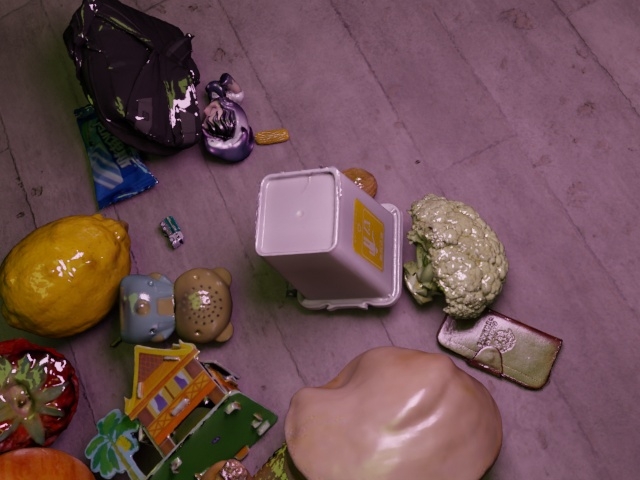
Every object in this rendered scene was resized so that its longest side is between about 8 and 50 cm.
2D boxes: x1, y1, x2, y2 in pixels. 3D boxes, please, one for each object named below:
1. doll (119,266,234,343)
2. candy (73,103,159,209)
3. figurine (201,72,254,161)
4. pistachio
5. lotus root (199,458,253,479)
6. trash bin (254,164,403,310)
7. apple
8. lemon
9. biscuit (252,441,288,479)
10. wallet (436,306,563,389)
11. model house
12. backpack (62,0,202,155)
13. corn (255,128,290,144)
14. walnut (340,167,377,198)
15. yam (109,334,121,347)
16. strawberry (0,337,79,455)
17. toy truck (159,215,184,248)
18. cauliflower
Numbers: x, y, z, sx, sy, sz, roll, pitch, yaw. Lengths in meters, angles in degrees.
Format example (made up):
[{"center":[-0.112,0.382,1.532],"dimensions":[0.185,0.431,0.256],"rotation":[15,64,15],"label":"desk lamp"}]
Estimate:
[{"center":[-0.333,0.153,1.541],"dimensions":[0.260,0.161,0.177],"rotation":[-1,81,-13],"label":"doll"},{"center":[-0.558,-0.256,1.787],"dimensions":[0.186,0.077,0.331],"rotation":[-23,67,9],"label":"candy"},{"center":[-0.244,-0.306,1.727],"dimensions":[0.145,0.145,0.223],"rotation":[-6,66,9],"label":"figurine"},{"center":[0.141,0.380,1.329],"dimensions":[0.444,0.282,0.365],"rotation":[-10,38,-5],"label":"pistachio"},{"center":[-0.216,0.585,1.388],"dimensions":[0.146,0.130,0.304],"rotation":[27,106,26],"label":"lotus root"},{"center":[0.000,0.000,1.429],"dimensions":[0.295,0.367,0.256],"rotation":[-3,71,22],"label":"trash bin"},{"center":[-0.594,0.574,1.363],"dimensions":[0.286,0.286,0.233],"rotation":[-50,28,-8],"label":"apple"},{"center":[-0.605,0.086,1.587],"dimensions":[0.315,0.285,0.286],"rotation":[-11,67,-22],"label":"lemon"},{"center":[-0.048,0.531,1.447],"dimensions":[0.172,0.029,0.254],"rotation":[40,83,21],"label":"biscuit"},{"center":[0.390,0.227,1.462],"dimensions":[0.255,0.031,0.137],"rotation":[23,77,17],"label":"wallet"},{"center":[-0.337,0.403,1.480],"dimensions":[0.358,0.242,0.312],"rotation":[-47,53,-5],"label":"model house"},{"center":[-0.448,-0.406,1.666],"dimensions":[0.254,0.363,0.446],"rotation":[-38,63,32],"label":"backpack"},{"center":[-0.127,-0.272,1.730],"dimensions":[0.092,0.037,0.037],"rotation":[-8,70,6],"label":"corn"},{"center":[0.077,-0.124,1.606],"dimensions":[0.124,0.105,0.105],"rotation":[-19,69,5],"label":"walnut"},{"center":[-0.482,0.226,1.643],"dimensions":[0.014,0.014,0.107],"rotation":[40,82,20],"label":"yam"},{"center":[-0.714,0.366,1.516],"dimensions":[0.291,0.310,0.292],"rotation":[9,67,-22],"label":"strawberry"},{"center":[-0.379,-0.022,1.694],"dimensions":[0.044,0.039,0.083],"rotation":[-30,66,-15],"label":"toy truck"},{"center":[0.269,0.041,1.466],"dimensions":[0.272,0.275,0.250],"rotation":[48,119,4],"label":"cauliflower"}]
